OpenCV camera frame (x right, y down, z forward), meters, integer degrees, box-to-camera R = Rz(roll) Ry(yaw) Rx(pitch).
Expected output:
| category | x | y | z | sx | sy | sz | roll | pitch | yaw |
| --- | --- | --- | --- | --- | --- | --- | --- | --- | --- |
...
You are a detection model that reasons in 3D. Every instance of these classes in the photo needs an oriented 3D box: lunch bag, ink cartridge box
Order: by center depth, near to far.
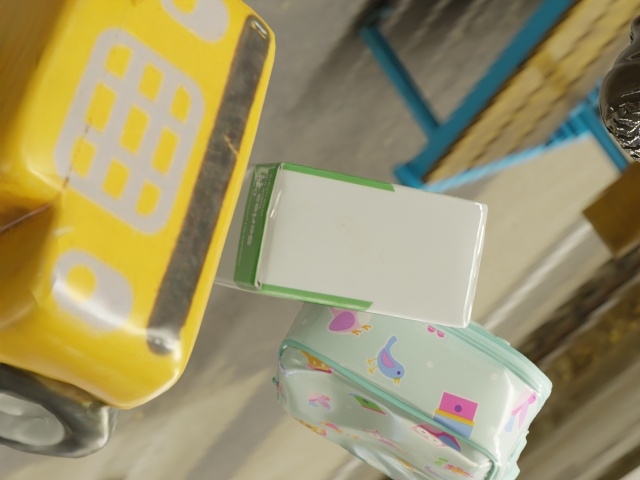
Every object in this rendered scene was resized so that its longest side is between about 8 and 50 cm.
| category | x | y | z | sx | sy | sz | roll | pitch | yaw |
| --- | --- | --- | --- | --- | --- | --- | --- | --- | --- |
| ink cartridge box | 0.000 | 0.000 | 1.116 | 0.153 | 0.087 | 0.208 | 10 | 178 | -21 |
| lunch bag | 0.077 | 0.130 | 1.366 | 0.108 | 0.224 | 0.279 | -61 | 172 | -16 |

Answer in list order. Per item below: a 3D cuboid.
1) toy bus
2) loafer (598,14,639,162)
| category | x | y | z | sx | sy | sz | roll | pitch | yaw |
| --- | --- | --- | --- | --- | --- | --- | --- | --- | --- |
| toy bus | -0.165 | 0.000 | 0.464 | 0.130 | 0.108 | 0.332 | 35 | 146 | -31 |
| loafer | 0.174 | -0.056 | 0.544 | 0.220 | 0.078 | 0.080 | 6 | -179 | -44 |
